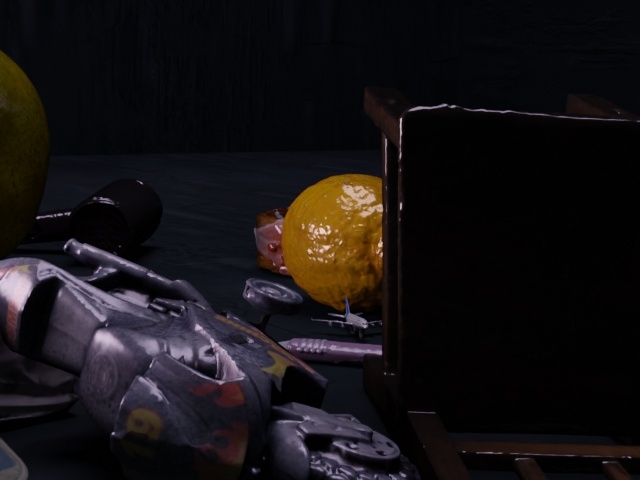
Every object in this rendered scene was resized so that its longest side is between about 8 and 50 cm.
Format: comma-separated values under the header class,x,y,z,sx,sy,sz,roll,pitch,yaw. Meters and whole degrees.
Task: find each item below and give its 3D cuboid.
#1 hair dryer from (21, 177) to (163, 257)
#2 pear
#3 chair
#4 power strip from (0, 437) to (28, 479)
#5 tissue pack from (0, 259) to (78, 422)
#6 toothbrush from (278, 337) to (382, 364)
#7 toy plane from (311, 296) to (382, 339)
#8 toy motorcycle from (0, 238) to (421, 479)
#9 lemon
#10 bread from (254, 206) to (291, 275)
class,x,y,z,sx,sy,sz,roll,pitch,yaw
hair dryer,-0.335,-0.013,1.701,0.251,0.089,0.197,-7,10,3
pear,-0.433,-0.096,1.505,0.294,0.294,0.294,2,8,0
chair,0.142,0.027,0.853,0.203,0.240,0.416,3,7,-7
power strip,-0.246,0.083,0.743,0.227,0.029,0.080,39,30,27
tissue pack,-0.374,0.057,0.981,0.361,0.122,0.259,12,14,42
toothbrush,0.009,0.088,1.143,0.354,0.029,0.024,4,21,14
toy plane,0.032,0.076,1.267,0.078,0.024,0.084,1,14,-13
toy motorcycle,-0.080,0.083,0.818,0.173,0.108,0.307,6,16,-43
lemon,0.036,0.003,1.379,0.142,0.142,0.187,-3,7,-33
bread,0.000,0.000,1.633,0.160,0.073,0.160,3,8,0
